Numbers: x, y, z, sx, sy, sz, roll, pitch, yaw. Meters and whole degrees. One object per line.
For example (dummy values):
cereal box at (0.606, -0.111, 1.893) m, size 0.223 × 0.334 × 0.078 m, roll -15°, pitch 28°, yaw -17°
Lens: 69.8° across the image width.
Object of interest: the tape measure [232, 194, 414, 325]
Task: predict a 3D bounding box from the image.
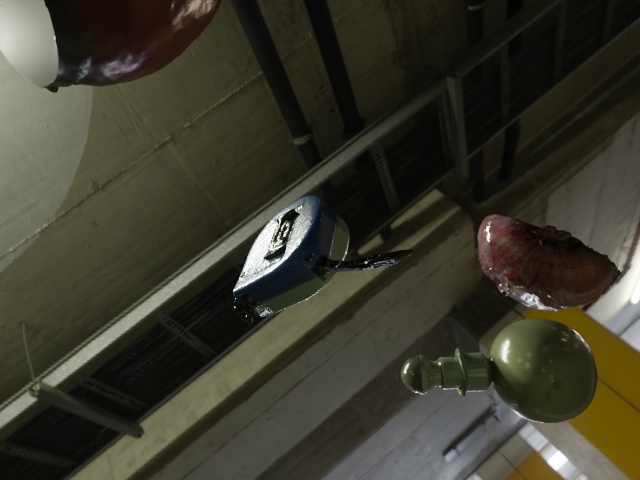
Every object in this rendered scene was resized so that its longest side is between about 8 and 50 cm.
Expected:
tape measure at (0.000, 0.000, 0.779) m, size 0.351 × 0.215 × 0.098 m, roll -26°, pitch -56°, yaw 35°

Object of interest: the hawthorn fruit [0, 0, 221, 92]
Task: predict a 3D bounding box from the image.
hawthorn fruit at (-0.166, -0.239, 0.370) m, size 0.251 × 0.189 × 0.189 m, roll -45°, pitch -39°, yaw -12°

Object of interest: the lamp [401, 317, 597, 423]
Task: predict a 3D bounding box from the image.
lamp at (0.155, 0.120, 0.416) m, size 0.163 × 0.091 × 0.091 m, roll -5°, pitch -46°, yaw 5°

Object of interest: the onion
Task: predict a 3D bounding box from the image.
onion at (0.389, 0.060, 0.825) m, size 0.120 × 0.227 × 0.283 m, roll -61°, pitch -31°, yaw 0°
